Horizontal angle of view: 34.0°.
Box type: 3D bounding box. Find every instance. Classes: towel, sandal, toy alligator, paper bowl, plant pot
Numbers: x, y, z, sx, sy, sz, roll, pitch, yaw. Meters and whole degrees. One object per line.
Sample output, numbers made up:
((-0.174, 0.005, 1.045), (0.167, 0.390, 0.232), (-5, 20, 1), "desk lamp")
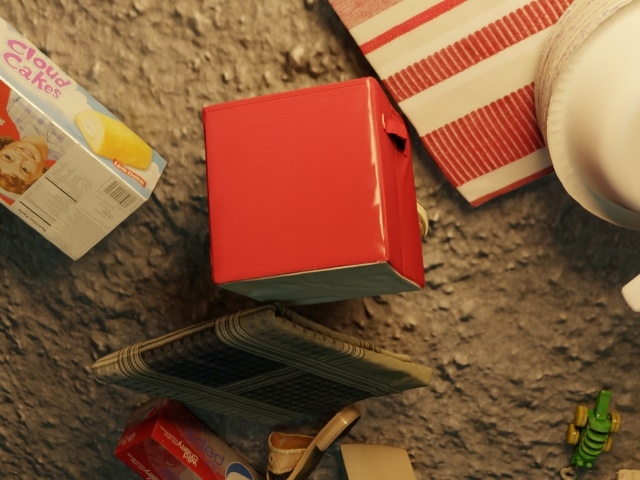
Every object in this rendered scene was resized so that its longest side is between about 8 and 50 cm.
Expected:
((0.183, -0.202, 1.114), (0.237, 0.037, 0.329), (-24, 120, 23), "towel")
((-0.037, 0.301, 1.525), (0.079, 0.088, 0.240), (46, 119, 15), "sandal")
((0.366, 0.284, 1.434), (0.056, 0.051, 0.189), (12, 128, 2), "toy alligator")
((0.364, -0.133, 1.039), (0.284, 0.148, 0.284), (1, 124, 1), "paper bowl")
((0.088, 0.360, 1.512), (0.096, 0.109, 0.109), (-10, 126, -5), "plant pot")
((-0.068, 0.160, 1.334), (0.312, 0.056, 0.324), (-21, 148, 35), "towel")

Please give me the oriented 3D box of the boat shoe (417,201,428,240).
((0.002, 0.006, 1.265), (0.257, 0.095, 0.095), (-7, 125, 15), "boat shoe")

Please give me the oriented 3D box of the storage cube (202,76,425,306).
((-0.005, -0.042, 1.126), (0.215, 0.193, 0.184), (-9, 166, 15), "storage cube")

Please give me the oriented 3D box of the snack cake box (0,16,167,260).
((-0.336, -0.115, 1.241), (0.264, 0.089, 0.152), (42, 125, -20), "snack cake box")

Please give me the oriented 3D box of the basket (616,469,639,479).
((0.463, 0.407, 1.440), (0.113, 0.167, 0.103), (2, 122, 9), "basket")

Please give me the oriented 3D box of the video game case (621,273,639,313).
((0.505, -0.033, 1.064), (0.300, 0.036, 0.329), (1, 143, -45), "video game case")

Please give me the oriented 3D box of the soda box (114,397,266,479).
((-0.179, 0.350, 1.560), (0.083, 0.092, 0.263), (-30, 117, 29), "soda box")
